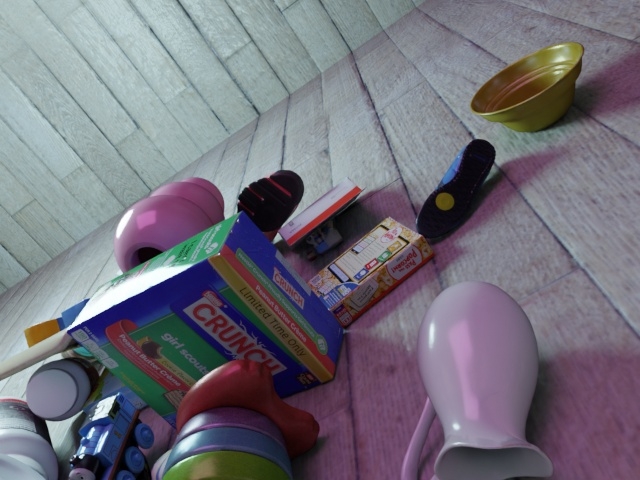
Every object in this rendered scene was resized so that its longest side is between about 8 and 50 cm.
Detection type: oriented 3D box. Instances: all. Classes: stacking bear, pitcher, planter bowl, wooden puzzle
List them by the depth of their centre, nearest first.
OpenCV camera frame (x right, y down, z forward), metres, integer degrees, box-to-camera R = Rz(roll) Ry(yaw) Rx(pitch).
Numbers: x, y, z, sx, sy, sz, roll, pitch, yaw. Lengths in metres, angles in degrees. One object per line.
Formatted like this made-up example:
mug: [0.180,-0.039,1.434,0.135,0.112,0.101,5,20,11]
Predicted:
pitcher: [0.147,0.158,0.653,0.177,0.125,0.207,-40,27,36]
stacking bear: [-0.099,0.306,0.674,0.164,0.175,0.289,-28,31,16]
planter bowl: [0.392,-0.262,1.140,0.217,0.090,0.217,-31,23,15]
wooden puzzle: [-0.470,0.171,1.304,0.322,0.081,0.347,-24,-3,36]

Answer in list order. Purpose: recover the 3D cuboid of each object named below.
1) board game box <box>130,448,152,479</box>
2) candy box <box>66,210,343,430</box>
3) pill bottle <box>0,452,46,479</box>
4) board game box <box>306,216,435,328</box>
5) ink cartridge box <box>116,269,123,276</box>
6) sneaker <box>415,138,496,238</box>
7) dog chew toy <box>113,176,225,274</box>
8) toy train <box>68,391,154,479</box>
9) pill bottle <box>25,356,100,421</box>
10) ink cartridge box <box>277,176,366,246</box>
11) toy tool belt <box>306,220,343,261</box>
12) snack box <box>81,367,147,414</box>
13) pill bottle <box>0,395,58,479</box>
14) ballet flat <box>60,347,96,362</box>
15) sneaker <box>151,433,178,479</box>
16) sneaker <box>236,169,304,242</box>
board game box: [-0.367,0.447,0.954,0.259,0.030,0.136,-42,24,-12]
candy box: [-0.169,0.138,0.948,0.317,0.268,0.122,-26,27,25]
pill bottle: [-0.544,0.483,0.880,0.334,0.188,0.188,-60,27,-12]
board game box: [0.079,0.049,1.052,0.193,0.045,0.147,-38,21,-3]
ink cartridge box: [-0.396,0.073,1.630,0.197,0.114,0.272,-45,24,-21]
sneaker: [0.231,-0.079,1.075,0.209,0.069,0.082,-54,-7,-17]
dog chew toy: [-0.294,-0.030,1.313,0.206,0.207,0.332,-27,21,23]
toy train: [-0.325,0.326,0.951,0.080,0.105,0.184,-31,22,16]
pill bottle: [-0.528,0.304,1.276,0.121,0.121,0.216,-43,2,-14]
ink cartridge box: [-0.002,-0.061,1.278,0.189,0.066,0.232,-38,-5,-3]
toy tool belt: [0.000,0.000,1.253,0.083,0.051,0.052,-33,-14,7]
snack box: [-0.369,0.260,1.274,0.174,0.070,0.207,-29,24,20]
pill bottle: [-0.582,0.415,1.143,0.176,0.176,0.318,-44,23,-18]
ballet flat: [-0.621,0.273,1.624,0.106,0.107,0.316,-56,16,6]
sneaker: [-0.168,0.266,0.880,0.240,0.126,0.091,-30,23,17]
sneaker: [-0.136,-0.056,1.420,0.314,0.116,0.136,-48,-2,31]
